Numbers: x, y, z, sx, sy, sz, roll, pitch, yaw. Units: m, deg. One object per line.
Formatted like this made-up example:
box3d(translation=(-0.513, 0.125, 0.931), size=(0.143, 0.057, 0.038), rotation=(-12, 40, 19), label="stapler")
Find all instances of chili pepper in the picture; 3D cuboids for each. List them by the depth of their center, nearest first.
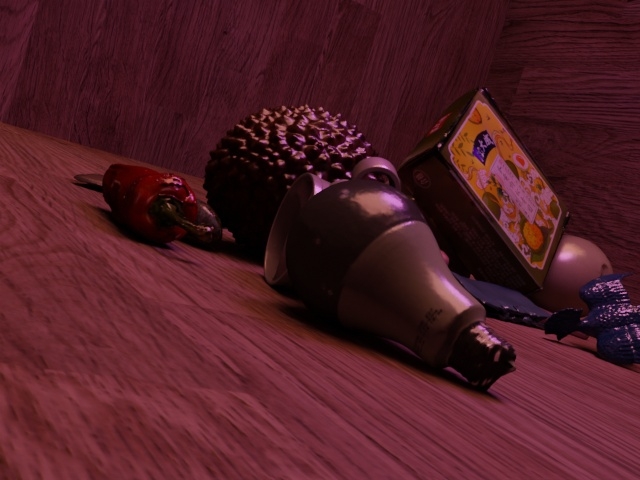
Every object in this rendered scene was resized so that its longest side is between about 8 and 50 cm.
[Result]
box3d(translation=(-0.273, -0.064, 1.220), size=(0.110, 0.110, 0.387), rotation=(15, 4, -31), label="chili pepper")

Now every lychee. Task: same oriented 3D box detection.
box3d(translation=(-0.043, -0.102, 1.385), size=(0.306, 0.306, 0.330), rotation=(21, 1, 36), label="lychee")

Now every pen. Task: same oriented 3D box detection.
box3d(translation=(0.509, 0.175, 1.756), size=(0.197, 0.032, 0.053), rotation=(23, 8, 32), label="pen")

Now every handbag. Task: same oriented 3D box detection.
box3d(translation=(0.375, 0.134, 1.641), size=(0.221, 0.057, 0.144), rotation=(16, 12, -33), label="handbag")

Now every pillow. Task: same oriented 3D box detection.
box3d(translation=(-0.411, -0.107, 1.662), size=(0.217, 0.033, 0.130), rotation=(18, 7, 5), label="pillow")

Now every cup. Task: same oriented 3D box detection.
box3d(translation=(0.050, 0.003, 1.109), size=(0.202, 0.167, 0.221), rotation=(19, -29, -19), label="cup")

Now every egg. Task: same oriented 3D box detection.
box3d(translation=(0.639, 0.095, 2.018), size=(0.269, 0.219, 0.219), rotation=(10, 9, -45), label="egg")

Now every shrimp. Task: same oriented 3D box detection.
box3d(translation=(-0.240, -0.044, 1.325), size=(0.090, 0.079, 0.232), rotation=(-32, 31, -33), label="shrimp")

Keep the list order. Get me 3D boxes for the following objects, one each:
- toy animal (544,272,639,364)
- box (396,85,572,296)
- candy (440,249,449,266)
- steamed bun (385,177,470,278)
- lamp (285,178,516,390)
box3d(translation=(0.567, 0.158, 1.486), size=(0.176, 0.255, 0.239), rotation=(45, 25, -43), label="toy animal")
box3d(translation=(0.405, -0.112, 1.861), size=(0.420, 0.138, 0.373), rotation=(51, 41, -10), label="box")
box3d(translation=(0.163, 0.038, 1.695), size=(0.255, 0.094, 0.255), rotation=(18, 4, -1), label="candy")
box3d(translation=(0.247, -0.042, 2.003), size=(0.342, 0.255, 0.367), rotation=(17, 6, -25), label="steamed bun")
box3d(translation=(0.078, 0.067, 0.918), size=(0.182, 0.182, 0.314), rotation=(12, 40, -51), label="lamp")
